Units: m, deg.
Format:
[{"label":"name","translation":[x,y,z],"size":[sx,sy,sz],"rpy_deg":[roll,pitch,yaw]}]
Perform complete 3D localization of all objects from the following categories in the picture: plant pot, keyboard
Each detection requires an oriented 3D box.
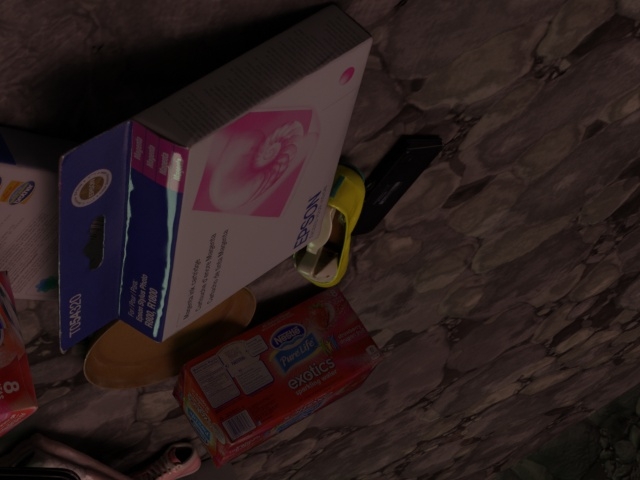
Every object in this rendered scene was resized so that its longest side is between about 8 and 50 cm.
[{"label":"plant pot","translation":[-0.195,0.113,1.503],"size":[0.236,0.032,0.236],"rpy_deg":[-24,153,-13]},{"label":"keyboard","translation":[0.070,-0.064,1.466],"size":[0.108,0.023,0.180],"rpy_deg":[-11,149,-46]}]

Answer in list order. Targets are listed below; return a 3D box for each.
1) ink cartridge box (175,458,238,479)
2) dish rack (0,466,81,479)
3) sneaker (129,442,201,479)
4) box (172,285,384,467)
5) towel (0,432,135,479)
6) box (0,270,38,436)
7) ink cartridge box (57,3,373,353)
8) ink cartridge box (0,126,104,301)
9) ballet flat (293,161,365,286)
[{"label":"ink cartridge box","translation":[-0.177,0.575,2.037],"size":[0.130,0.309,0.272],"rpy_deg":[-16,151,-24]},{"label":"dish rack","translation":[-0.424,0.425,1.602],"size":[0.208,0.074,0.272],"rpy_deg":[2,127,1]},{"label":"sneaker","translation":[-0.254,0.364,1.877],"size":[0.134,0.051,0.070],"rpy_deg":[-24,152,-18]},{"label":"box","translation":[-0.059,0.185,1.611],"size":[0.256,0.128,0.123],"rpy_deg":[-27,164,-25]},{"label":"towel","translation":[-0.412,0.439,1.724],"size":[0.331,0.053,0.317],"rpy_deg":[-37,131,16]},{"label":"box","translation":[-0.409,0.149,1.141],"size":[0.154,0.142,0.300],"rpy_deg":[-4,160,-39]},{"label":"ink cartridge box","translation":[-0.107,-0.037,1.164],"size":[0.330,0.071,0.324],"rpy_deg":[-36,158,-31]},{"label":"ink cartridge box","translation":[-0.297,-0.021,1.122],"size":[0.186,0.065,0.311],"rpy_deg":[-44,154,25]},{"label":"ballet flat","translation":[0.000,0.000,1.435],"size":[0.231,0.077,0.077],"rpy_deg":[106,9,-51]}]
